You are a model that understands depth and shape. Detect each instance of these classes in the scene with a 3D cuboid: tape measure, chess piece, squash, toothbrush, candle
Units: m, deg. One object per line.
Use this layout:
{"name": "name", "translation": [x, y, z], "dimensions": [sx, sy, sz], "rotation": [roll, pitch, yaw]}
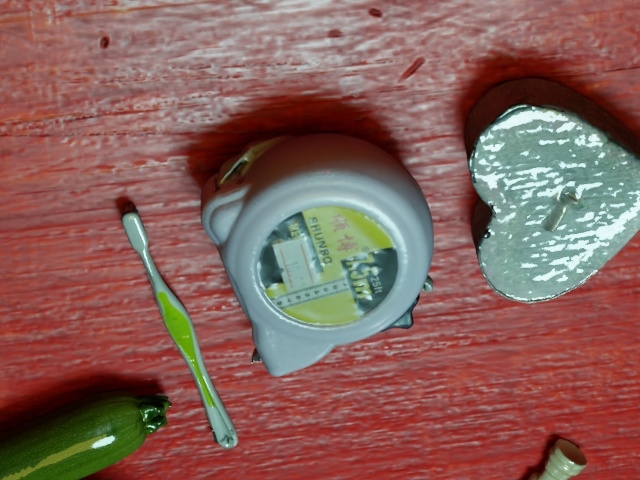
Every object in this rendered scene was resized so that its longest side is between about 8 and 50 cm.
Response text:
{"name": "tape measure", "translation": [0.004, 0.001, 1.595], "dimensions": [0.178, 0.105, 0.196], "rotation": [-13, 119, 5]}
{"name": "chess piece", "translation": [0.203, 0.226, 1.795], "dimensions": [0.035, 0.035, 0.092], "rotation": [27, 115, -23]}
{"name": "squash", "translation": [-0.248, 0.188, 1.671], "dimensions": [0.258, 0.069, 0.069], "rotation": [-26, 120, 4]}
{"name": "toothbrush", "translation": [-0.118, 0.080, 1.656], "dimensions": [0.022, 0.026, 0.263], "rotation": [-16, 121, 6]}
{"name": "candle", "translation": [0.202, -0.045, 1.619], "dimensions": [0.169, 0.068, 0.192], "rotation": [-7, 122, -3]}
